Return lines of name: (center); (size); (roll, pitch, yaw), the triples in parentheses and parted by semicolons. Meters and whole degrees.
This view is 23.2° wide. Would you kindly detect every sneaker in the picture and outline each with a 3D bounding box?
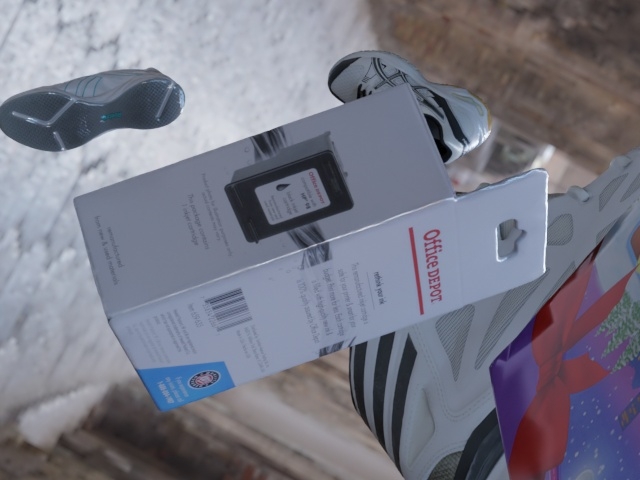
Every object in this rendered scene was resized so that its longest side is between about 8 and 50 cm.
sneaker: (0.164, -0.019, 1.054); (0.447, 0.257, 0.169); (-56, 148, 11)
sneaker: (0.034, -0.060, 0.698); (0.037, 0.083, 0.032); (-43, 143, -38)
sneaker: (-0.191, -0.111, 1.285); (0.061, 0.152, 0.054); (-125, -151, -60)

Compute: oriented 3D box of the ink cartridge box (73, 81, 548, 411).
ink cartridge box: (0.000, 0.000, 0.651); (0.104, 0.180, 0.060); (77, -7, -62)

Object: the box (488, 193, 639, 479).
box: (0.124, 0.038, 0.274); (0.201, 0.057, 0.293); (-52, -164, 21)
